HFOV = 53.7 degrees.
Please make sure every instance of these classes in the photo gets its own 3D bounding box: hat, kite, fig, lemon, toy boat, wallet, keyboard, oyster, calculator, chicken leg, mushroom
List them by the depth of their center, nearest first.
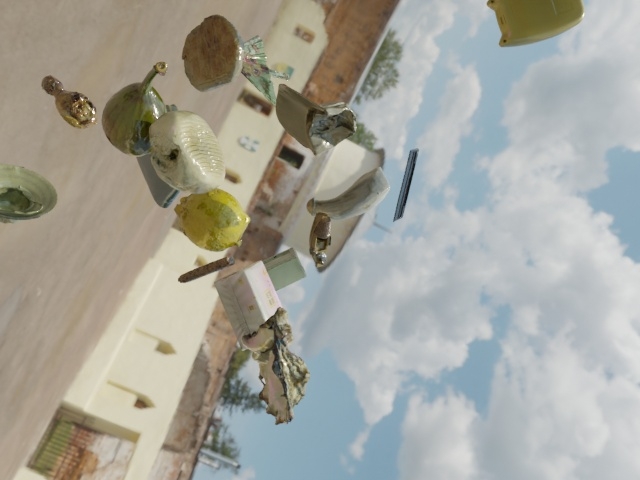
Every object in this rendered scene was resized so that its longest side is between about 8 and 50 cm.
[{"bbox_3d":[-0.095,0.259,1.311,0.198,0.092,0.259,29,-47,56],"label":"oyster"},{"bbox_3d":[-0.408,-0.308,1.402,0.259,0.151,0.151,115,-6,-52],"label":"fig"},{"bbox_3d":[0.000,0.000,1.513,0.049,0.047,0.149,52,-36,45],"label":"toy boat"},{"bbox_3d":[0.544,-0.577,1.571,0.237,0.157,0.033,-19,-177,2],"label":"calculator"},{"bbox_3d":[0.226,-0.146,1.675,0.064,0.010,0.198,-23,128,-59],"label":"keyboard"},{"bbox_3d":[-0.301,-0.059,1.745,0.173,0.206,0.173,-60,-166,25],"label":"lemon"},{"bbox_3d":[-0.707,-0.389,1.761,0.087,0.251,0.107,-42,146,-14],"label":"chicken leg"},{"bbox_3d":[-0.911,-0.108,1.845,0.110,0.252,0.252,-59,-169,32],"label":"hat"},{"bbox_3d":[-0.013,-0.395,1.941,0.149,0.244,0.214,-30,163,-25],"label":"hat"},{"bbox_3d":[0.091,-0.128,2.000,0.270,0.118,0.103,-26,163,-9],"label":"mushroom"},{"bbox_3d":[-0.206,-0.583,2.124,0.013,0.268,0.322,-34,-122,39],"label":"kite"},{"bbox_3d":[-0.523,-0.284,2.133,0.083,0.252,0.360,-21,170,-38],"label":"wallet"}]

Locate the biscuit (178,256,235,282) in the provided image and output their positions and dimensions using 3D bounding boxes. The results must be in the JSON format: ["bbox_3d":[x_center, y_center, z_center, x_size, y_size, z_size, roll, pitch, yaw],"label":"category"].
[{"bbox_3d":[-0.378,0.098,2.096,0.199,0.034,0.064,-21,177,15],"label":"biscuit"}]

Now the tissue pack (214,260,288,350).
[{"bbox_3d":[-0.206,0.194,1.936,0.124,0.225,0.185,-21,-177,16],"label":"tissue pack"}]

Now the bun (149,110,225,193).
[{"bbox_3d":[-0.297,-0.181,1.347,0.128,0.178,0.193,-19,178,16],"label":"bun"}]

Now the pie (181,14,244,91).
[{"bbox_3d":[-0.269,-0.470,1.582,0.046,0.195,0.195,-10,136,-57],"label":"pie"}]

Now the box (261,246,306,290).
[{"bbox_3d":[-0.170,0.117,2.128,0.225,0.086,0.129,-25,-165,-2],"label":"box"}]
